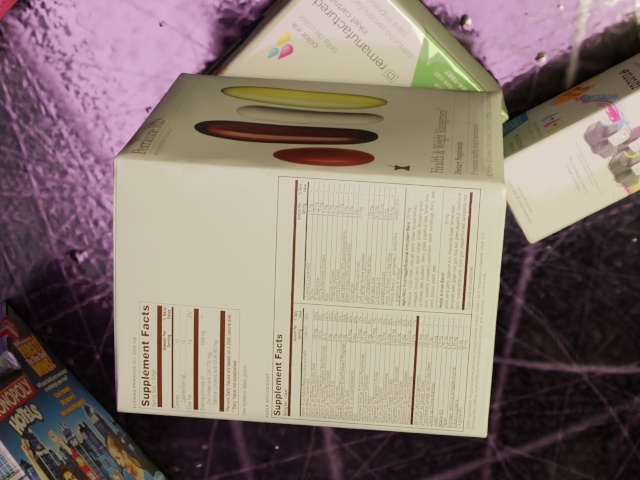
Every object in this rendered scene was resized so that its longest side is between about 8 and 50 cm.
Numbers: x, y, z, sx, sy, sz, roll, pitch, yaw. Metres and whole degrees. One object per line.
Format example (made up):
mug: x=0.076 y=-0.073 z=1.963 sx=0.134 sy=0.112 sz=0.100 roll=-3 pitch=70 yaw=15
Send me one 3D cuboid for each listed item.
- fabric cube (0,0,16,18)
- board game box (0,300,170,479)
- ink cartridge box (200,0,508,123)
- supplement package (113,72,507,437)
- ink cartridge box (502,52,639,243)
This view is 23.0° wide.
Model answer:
fabric cube: x=-0.320 y=-0.188 z=0.926 sx=0.258 sy=0.254 sz=0.259 roll=42 pitch=104 yaw=-11
board game box: x=-0.196 y=0.141 z=1.080 sx=0.060 sy=0.194 sz=0.194 roll=-39 pitch=88 yaw=11
ink cartridge box: x=-0.005 y=-0.071 z=1.038 sx=0.212 sy=0.093 sz=0.154 roll=-42 pitch=102 yaw=16
supplement package: x=0.000 y=0.000 z=0.907 sx=0.203 sy=0.194 sz=0.149 roll=4 pitch=110 yaw=4
ink cartridge box: x=0.200 y=-0.075 z=1.025 sx=0.181 sy=0.104 sz=0.062 roll=-27 pitch=103 yaw=9
